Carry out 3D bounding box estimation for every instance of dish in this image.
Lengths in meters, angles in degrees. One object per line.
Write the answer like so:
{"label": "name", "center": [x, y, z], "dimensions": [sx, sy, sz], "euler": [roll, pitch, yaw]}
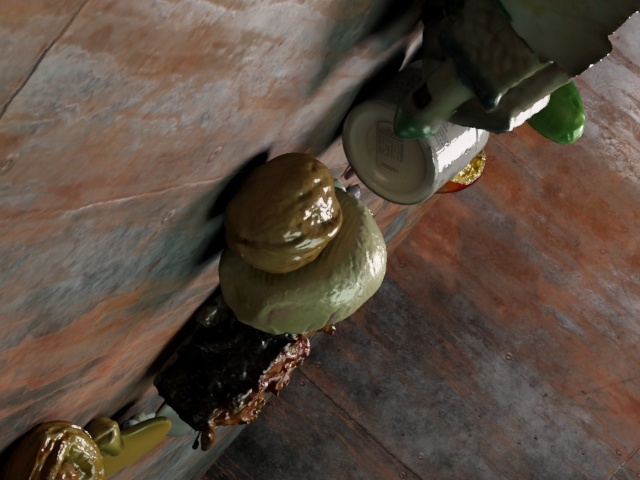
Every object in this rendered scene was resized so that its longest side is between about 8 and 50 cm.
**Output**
{"label": "dish", "center": [-0.245, 0.330, 2.384], "dimensions": [0.229, 0.081, 0.229], "euler": [-47, 172, -8]}

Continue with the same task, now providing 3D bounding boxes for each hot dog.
{"label": "hot dog", "center": [-0.393, 0.364, 1.622], "dimensions": [0.272, 0.122, 0.196], "euler": [-51, 165, 32]}

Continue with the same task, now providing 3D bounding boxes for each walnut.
{"label": "walnut", "center": [-0.045, -0.033, 1.523], "dimensions": [0.166, 0.149, 0.166], "euler": [-33, 137, -37]}

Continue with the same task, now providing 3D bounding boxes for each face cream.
{"label": "face cream", "center": [0.141, -0.160, 1.764], "dimensions": [0.153, 0.177, 0.177], "euler": [-41, 169, -38]}

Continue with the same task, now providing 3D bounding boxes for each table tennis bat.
{"label": "table tennis bat", "center": [-0.342, 0.346, 1.979], "dimensions": [0.198, 0.050, 0.321], "euler": [-30, 164, -10]}

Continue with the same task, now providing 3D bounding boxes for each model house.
{"label": "model house", "center": [0.220, -0.264, 1.551], "dimensions": [0.298, 0.243, 0.284], "euler": [-35, 173, -45]}

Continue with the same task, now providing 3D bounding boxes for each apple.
{"label": "apple", "center": [0.246, -0.168, 2.407], "dimensions": [0.158, 0.156, 0.147], "euler": [-18, 167, -6]}

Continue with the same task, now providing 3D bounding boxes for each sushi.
{"label": "sushi", "center": [-0.133, 0.185, 1.953], "dimensions": [0.343, 0.182, 0.196], "euler": [-52, 165, 5]}

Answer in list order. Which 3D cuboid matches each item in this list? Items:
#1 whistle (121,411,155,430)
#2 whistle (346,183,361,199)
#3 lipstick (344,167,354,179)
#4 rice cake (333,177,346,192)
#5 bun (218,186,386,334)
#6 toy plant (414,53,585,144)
{"label": "whistle", "center": [-0.324, 0.328, 2.112], "dimensions": [0.035, 0.035, 0.100], "euler": [-52, 171, 22]}
{"label": "whistle", "center": [0.015, -0.036, 2.207], "dimensions": [0.176, 0.033, 0.033], "euler": [-48, 172, -7]}
{"label": "lipstick", "center": [0.071, -0.138, 2.048], "dimensions": [0.025, 0.025, 0.107], "euler": [-40, 173, -47]}
{"label": "rice cake", "center": [0.000, -0.040, 2.072], "dimensions": [0.085, 0.040, 0.226], "euler": [-47, 172, -15]}
{"label": "bun", "center": [-0.019, 0.034, 1.677], "dimensions": [0.244, 0.244, 0.153], "euler": [-44, 139, -26]}
{"label": "toy plant", "center": [0.351, -0.325, 1.820], "dimensions": [0.356, 0.317, 0.210], "euler": [-43, 139, -26]}
